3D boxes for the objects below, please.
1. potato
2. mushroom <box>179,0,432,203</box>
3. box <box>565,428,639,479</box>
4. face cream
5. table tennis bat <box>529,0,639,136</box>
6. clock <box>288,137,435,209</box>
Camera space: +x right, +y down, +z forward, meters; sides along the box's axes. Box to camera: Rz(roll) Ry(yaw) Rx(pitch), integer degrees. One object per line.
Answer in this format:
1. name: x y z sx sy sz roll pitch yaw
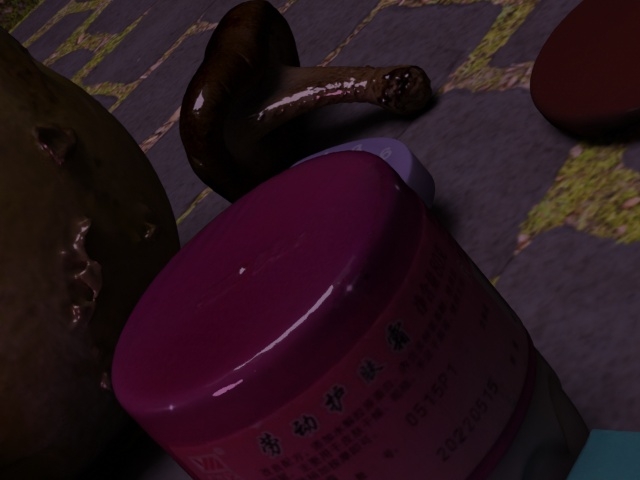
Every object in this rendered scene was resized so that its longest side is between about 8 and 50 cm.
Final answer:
1. potato: -0.293 0.084 1.019 0.442 0.319 0.385 -47 -18 1
2. mushroom: 0.000 -0.135 1.175 0.217 0.148 0.227 -7 46 21
3. box: 0.130 0.177 0.524 0.162 0.041 0.229 -7 40 51
4. face cream: 0.020 0.080 0.662 0.175 0.195 0.175 -34 24 17
5. table tennis bat: 0.241 -0.133 0.894 0.200 0.038 0.310 -35 24 12
6. clock: 0.000 0.000 0.982 0.198 0.064 0.172 -34 25 14
